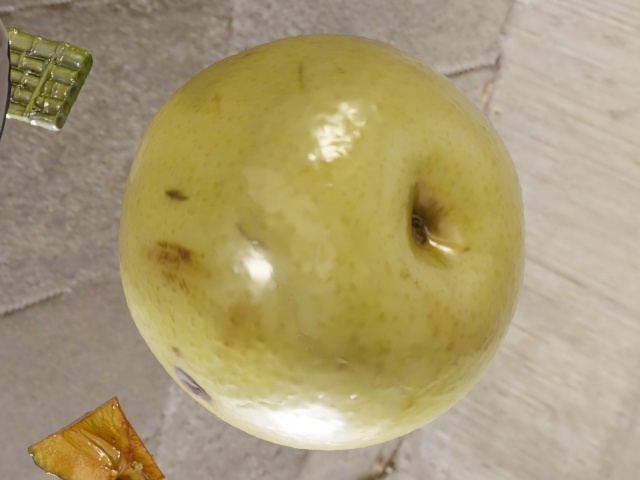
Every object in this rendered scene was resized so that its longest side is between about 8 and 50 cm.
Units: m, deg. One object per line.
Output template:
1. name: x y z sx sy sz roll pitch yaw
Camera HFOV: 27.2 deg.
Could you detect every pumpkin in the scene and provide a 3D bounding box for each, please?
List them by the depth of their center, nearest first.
1. pumpkin: -0.137 0.140 0.864 0.035 0.073 0.101 -38 179 26

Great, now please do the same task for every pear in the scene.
1. pear: 0.000 0.000 1.092 0.348 0.348 0.348 -38 143 -36

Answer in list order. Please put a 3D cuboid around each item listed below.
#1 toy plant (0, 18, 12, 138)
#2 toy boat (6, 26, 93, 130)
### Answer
1. toy plant: -0.313 -0.119 0.490 0.279 0.400 0.185 -66 165 7
2. toy boat: -0.216 -0.117 0.901 0.016 0.115 0.063 61 49 -66
